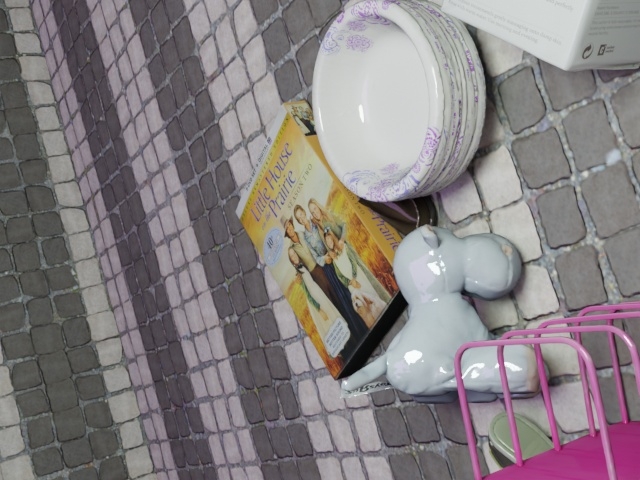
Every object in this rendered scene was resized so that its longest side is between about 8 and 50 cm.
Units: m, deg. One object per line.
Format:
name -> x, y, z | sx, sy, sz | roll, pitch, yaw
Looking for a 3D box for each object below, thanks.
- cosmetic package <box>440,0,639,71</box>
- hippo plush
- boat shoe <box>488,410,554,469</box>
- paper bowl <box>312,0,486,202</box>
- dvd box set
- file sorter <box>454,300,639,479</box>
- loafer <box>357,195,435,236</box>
cosmetic package -> 0.292, -0.403, 0.900 | 0.217, 0.156, 0.385 | 43, 131, 39
hippo plush -> 0.172, 0.105, 1.178 | 0.234, 0.294, 0.236 | 91, 179, -74
boat shoe -> 0.323, 0.335, 1.149 | 0.228, 0.081, 0.069 | 45, 157, 29
paper bowl -> 0.123, -0.203, 1.201 | 0.284, 0.148, 0.284 | 23, 119, 50
dvd box set -> 0.000, 0.000, 1.511 | 0.420, 0.062, 0.307 | 58, 140, 26
file sorter -> 0.321, 0.170, 0.915 | 0.202, 0.290, 0.182 | -12, 87, 55
loafer -> 0.097, -0.069, 1.338 | 0.220, 0.078, 0.080 | 44, 133, 39
